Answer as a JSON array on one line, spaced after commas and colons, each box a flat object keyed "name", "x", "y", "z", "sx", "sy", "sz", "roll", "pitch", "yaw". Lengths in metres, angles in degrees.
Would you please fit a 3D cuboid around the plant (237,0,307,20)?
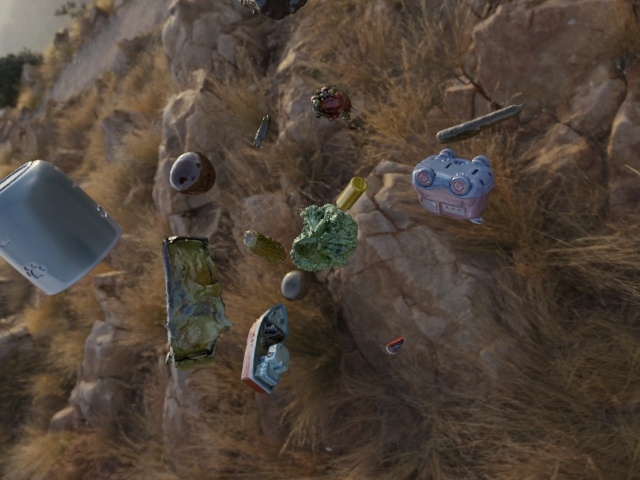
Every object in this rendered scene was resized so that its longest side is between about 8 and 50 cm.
[{"name": "plant", "x": -0.151, "y": -0.730, "z": 1.298, "sx": 0.199, "sy": 0.188, "sz": 0.276, "roll": -27, "pitch": 51, "yaw": -9}]

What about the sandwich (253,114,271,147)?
[{"name": "sandwich", "x": -0.182, "y": -0.336, "z": 1.494, "sx": 0.101, "sy": 0.026, "sz": 0.069, "roll": -60, "pitch": 20, "yaw": 24}]

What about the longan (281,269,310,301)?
[{"name": "longan", "x": -0.086, "y": 0.152, "z": 1.604, "sx": 0.119, "sy": 0.106, "sz": 0.106, "roll": 140, "pitch": 129, "yaw": -57}]

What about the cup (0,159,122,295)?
[{"name": "cup", "x": -0.746, "y": -0.047, "z": 1.286, "sx": 0.357, "sy": 0.274, "sz": 0.259, "roll": 4, "pitch": 47, "yaw": 46}]

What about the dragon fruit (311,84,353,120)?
[{"name": "dragon fruit", "x": 0.029, "y": -0.495, "z": 1.772, "sx": 0.142, "sy": 0.175, "sz": 0.138, "roll": 46, "pitch": 138, "yaw": 19}]

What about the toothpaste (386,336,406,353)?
[{"name": "toothpaste", "x": 0.274, "y": 0.379, "z": 1.763, "sx": 0.071, "sy": 0.193, "sz": 0.045, "roll": -24, "pitch": 70, "yaw": -5}]

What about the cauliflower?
[{"name": "cauliflower", "x": 0.000, "y": 0.000, "z": 1.818, "sx": 0.272, "sy": 0.250, "sz": 0.275, "roll": 11, "pitch": 109, "yaw": 30}]

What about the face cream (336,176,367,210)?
[{"name": "face cream", "x": 0.125, "y": -0.191, "z": 2.197, "sx": 0.273, "sy": 0.078, "sz": 0.078, "roll": 129, "pitch": 138, "yaw": -59}]

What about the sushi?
[{"name": "sushi", "x": -0.270, "y": 0.131, "z": 1.039, "sx": 0.131, "sy": 0.139, "sz": 0.290, "roll": -12, "pitch": 81, "yaw": 63}]

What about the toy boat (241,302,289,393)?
[{"name": "toy boat", "x": -0.169, "y": 0.359, "z": 1.694, "sx": 0.133, "sy": 0.145, "sz": 0.331, "roll": -23, "pitch": 37, "yaw": 25}]

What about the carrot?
[{"name": "carrot", "x": 0.599, "y": -0.436, "z": 1.818, "sx": 0.342, "sy": 0.070, "sz": 0.070, "roll": -16, "pitch": 68, "yaw": 36}]

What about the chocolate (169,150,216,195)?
[{"name": "chocolate", "x": -0.486, "y": -0.248, "z": 1.821, "sx": 0.177, "sy": 0.177, "sz": 0.176, "roll": -16, "pitch": 68, "yaw": 46}]

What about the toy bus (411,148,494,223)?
[{"name": "toy bus", "x": 0.489, "y": -0.188, "z": 1.794, "sx": 0.294, "sy": 0.197, "sz": 0.231, "roll": 19, "pitch": 134, "yaw": 34}]

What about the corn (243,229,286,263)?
[{"name": "corn", "x": -0.219, "y": 0.028, "z": 1.927, "sx": 0.097, "sy": 0.320, "sz": 0.097, "roll": -4, "pitch": 76, "yaw": 16}]
